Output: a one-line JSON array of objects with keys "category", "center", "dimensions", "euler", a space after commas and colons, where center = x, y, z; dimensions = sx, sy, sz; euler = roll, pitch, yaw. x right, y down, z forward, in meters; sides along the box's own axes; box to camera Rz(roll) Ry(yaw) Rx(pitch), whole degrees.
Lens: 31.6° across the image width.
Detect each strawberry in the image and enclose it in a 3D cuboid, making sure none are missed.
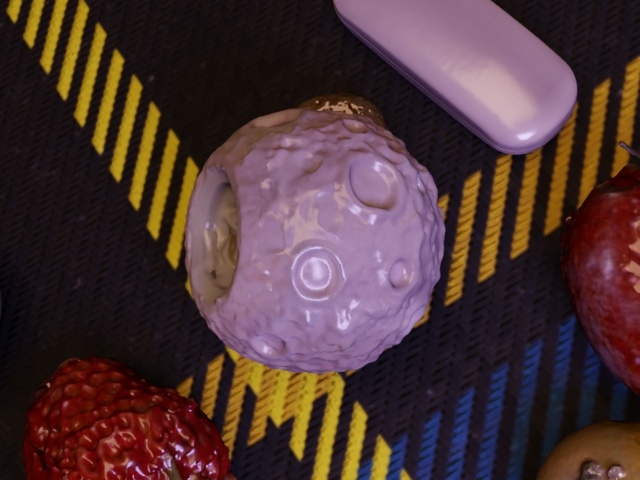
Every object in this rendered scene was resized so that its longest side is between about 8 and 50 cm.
[{"category": "strawberry", "center": [-0.208, 0.208, 1.115], "dimensions": [0.205, 0.205, 0.244], "euler": [-40, 52, 0]}]

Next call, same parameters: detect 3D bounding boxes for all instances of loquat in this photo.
[{"category": "loquat", "center": [0.275, 0.239, 0.995], "dimensions": [0.172, 0.204, 0.149], "euler": [16, 101, 4]}]

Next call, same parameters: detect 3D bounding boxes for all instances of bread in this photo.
[{"category": "bread", "center": [0.018, -0.115, 1.202], "dimensions": [0.113, 0.060, 0.082], "euler": [5, 78, 11]}]

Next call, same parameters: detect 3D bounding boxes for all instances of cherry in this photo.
[{"category": "cherry", "center": [0.318, 0.046, 1.037], "dimensions": [0.175, 0.192, 0.249], "euler": [-20, 72, 44]}]

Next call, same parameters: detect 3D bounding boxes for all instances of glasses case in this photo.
[{"category": "glasses case", "center": [0.138, -0.208, 1.193], "dimensions": [0.297, 0.075, 0.113], "euler": [43, 87, 17]}]

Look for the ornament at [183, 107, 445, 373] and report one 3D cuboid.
[{"category": "ornament", "center": [0.000, 0.000, 1.079], "dimensions": [0.225, 0.259, 0.259], "euler": [4, 73, -26]}]
